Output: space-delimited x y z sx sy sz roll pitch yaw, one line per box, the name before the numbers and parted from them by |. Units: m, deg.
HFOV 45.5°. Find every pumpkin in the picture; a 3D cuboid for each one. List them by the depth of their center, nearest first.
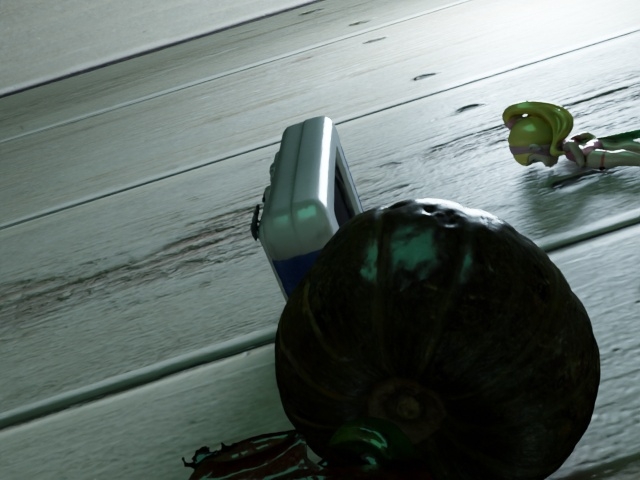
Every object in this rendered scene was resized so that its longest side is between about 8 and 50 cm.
pumpkin | 0.075 0.076 0.521 0.219 0.219 0.162 -8 32 16

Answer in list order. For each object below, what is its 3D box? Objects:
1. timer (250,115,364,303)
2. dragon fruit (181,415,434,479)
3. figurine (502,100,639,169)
timer | 0.000 0.000 0.734 0.078 0.178 0.253 -16 25 11
dragon fruit | -0.008 0.212 0.367 0.295 0.130 0.268 -17 32 10
figurine | 0.307 -0.120 0.915 0.187 0.083 0.083 16 40 32
